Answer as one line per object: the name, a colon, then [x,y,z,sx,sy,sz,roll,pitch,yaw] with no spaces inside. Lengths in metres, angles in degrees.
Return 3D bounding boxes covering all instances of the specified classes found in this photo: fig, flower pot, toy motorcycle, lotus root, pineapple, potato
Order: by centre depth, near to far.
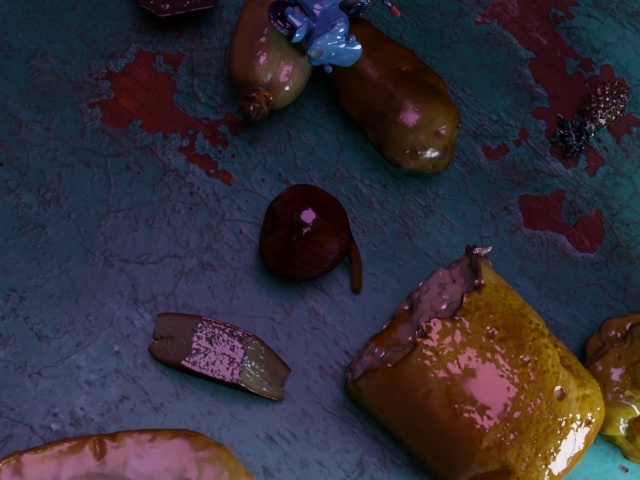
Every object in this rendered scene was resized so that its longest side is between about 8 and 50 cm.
fig: [-0.002,-0.007,1.624,0.207,0.175,0.175,12,65,-22]
toy motorcycle: [0.028,-0.426,1.688,0.182,0.123,0.272,43,52,-3]
lotus root: [-0.093,-0.366,1.753,0.169,0.151,0.343,22,65,-18]
potato: [0.139,-0.293,1.766,0.195,0.176,0.369,-37,73,4]
flower pot: [-0.308,-0.542,1.822,0.178,0.084,0.251,-15,72,-17]
pineapple: [0.566,-0.263,1.865,0.083,0.103,0.221,27,61,39]

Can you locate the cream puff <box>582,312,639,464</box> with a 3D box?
cream puff: [0.632,0.238,1.582,0.324,0.257,0.291,-9,66,-15]

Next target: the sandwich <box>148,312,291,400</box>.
sandwich: [-0.172,0.196,1.535,0.258,0.096,0.094,19,71,0]

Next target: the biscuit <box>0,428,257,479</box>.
biscuit: [-0.278,0.491,1.355,0.446,0.104,0.430,-13,84,-18]

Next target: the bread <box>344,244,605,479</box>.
bread: [0.285,0.232,1.517,0.394,0.250,0.361,44,68,8]
